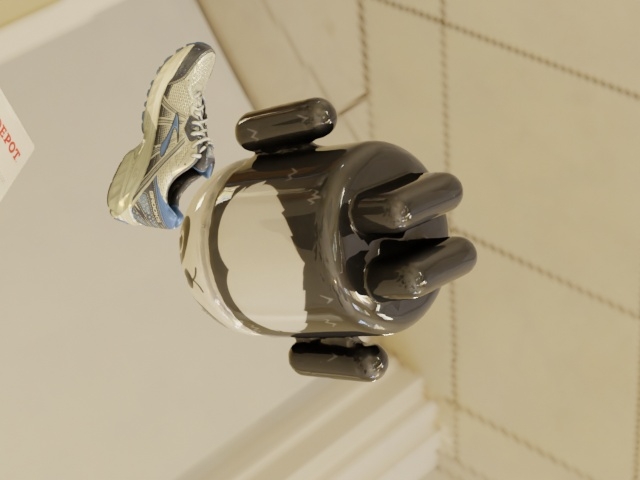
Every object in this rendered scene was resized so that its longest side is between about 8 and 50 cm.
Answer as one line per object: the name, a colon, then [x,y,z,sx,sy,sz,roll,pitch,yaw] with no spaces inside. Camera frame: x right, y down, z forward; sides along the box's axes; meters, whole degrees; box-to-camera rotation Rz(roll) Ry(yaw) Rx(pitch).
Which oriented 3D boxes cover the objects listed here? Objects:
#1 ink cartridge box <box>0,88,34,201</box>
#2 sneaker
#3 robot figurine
ink cartridge box: [-0.327,-0.047,1.238,0.085,0.203,0.148,17,154,22]
sneaker: [-0.093,-0.068,1.087,0.058,0.052,0.135,21,89,20]
robot figurine: [-0.001,0.002,1.402,0.278,0.209,0.173,-4,154,43]
